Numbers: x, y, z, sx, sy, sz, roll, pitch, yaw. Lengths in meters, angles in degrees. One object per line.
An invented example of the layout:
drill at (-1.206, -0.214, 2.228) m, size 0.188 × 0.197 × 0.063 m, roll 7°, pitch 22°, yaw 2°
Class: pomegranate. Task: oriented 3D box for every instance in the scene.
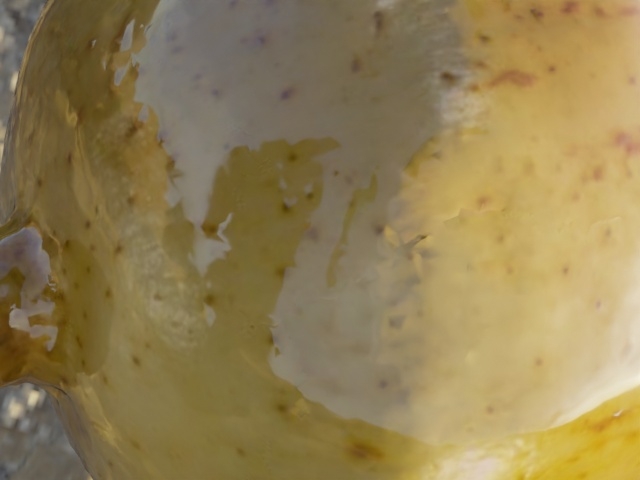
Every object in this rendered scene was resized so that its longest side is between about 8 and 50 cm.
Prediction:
pomegranate at (0.000, 0.000, 0.850) m, size 0.410 × 0.410 × 0.410 m, roll 12°, pitch 47°, yaw -13°
